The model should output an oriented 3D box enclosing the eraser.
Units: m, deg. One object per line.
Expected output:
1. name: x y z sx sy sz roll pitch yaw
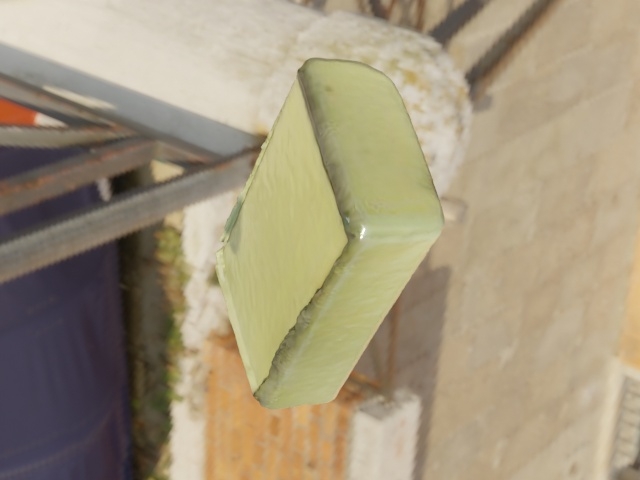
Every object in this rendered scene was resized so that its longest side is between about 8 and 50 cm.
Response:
1. eraser: 0.000 0.000 0.751 0.058 0.117 0.172 0 144 -23
